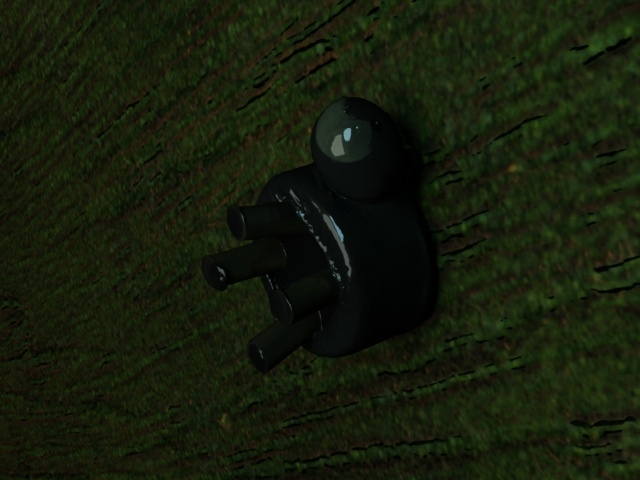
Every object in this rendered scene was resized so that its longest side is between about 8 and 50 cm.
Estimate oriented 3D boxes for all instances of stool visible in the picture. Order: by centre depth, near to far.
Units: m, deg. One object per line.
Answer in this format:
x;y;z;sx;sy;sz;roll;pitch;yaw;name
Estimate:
-0.005;-0.004;1.030;0.153;0.139;0.228;24;127;52;stool
